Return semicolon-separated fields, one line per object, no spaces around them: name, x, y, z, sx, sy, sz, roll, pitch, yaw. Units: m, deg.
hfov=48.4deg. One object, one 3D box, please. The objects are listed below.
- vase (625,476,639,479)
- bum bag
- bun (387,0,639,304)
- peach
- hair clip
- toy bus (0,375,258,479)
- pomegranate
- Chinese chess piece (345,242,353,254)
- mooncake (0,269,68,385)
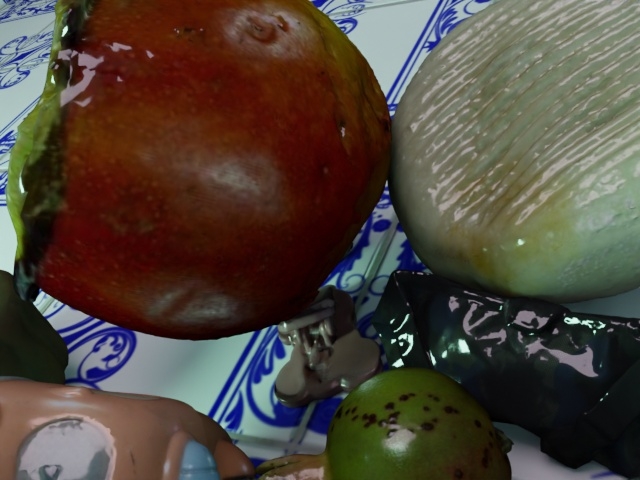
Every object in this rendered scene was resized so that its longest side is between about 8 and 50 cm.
vase;0.254;0.251;0.432;0.086;0.086;0.214;-31;42;-9
bum bag;0.172;0.111;0.619;0.309;0.137;0.074;11;7;40
bun;0.250;-0.090;0.731;0.365;0.219;0.365;-22;50;28
peach;-0.115;-0.085;0.677;0.353;0.339;0.416;27;25;31
hair clip;0.002;0.111;0.783;0.123;0.102;0.138;-19;5;5
toy bus;-0.171;0.210;0.561;0.231;0.288;0.194;-4;72;9
pomegranate;0.052;0.185;0.559;0.204;0.159;0.159;-10;38;0
Chinese chess piece;0.000;0.000;0.914;0.084;0.034;0.084;-17;39;14
mooncake;-0.446;0.174;0.845;0.290;0.161;0.290;-14;36;11
